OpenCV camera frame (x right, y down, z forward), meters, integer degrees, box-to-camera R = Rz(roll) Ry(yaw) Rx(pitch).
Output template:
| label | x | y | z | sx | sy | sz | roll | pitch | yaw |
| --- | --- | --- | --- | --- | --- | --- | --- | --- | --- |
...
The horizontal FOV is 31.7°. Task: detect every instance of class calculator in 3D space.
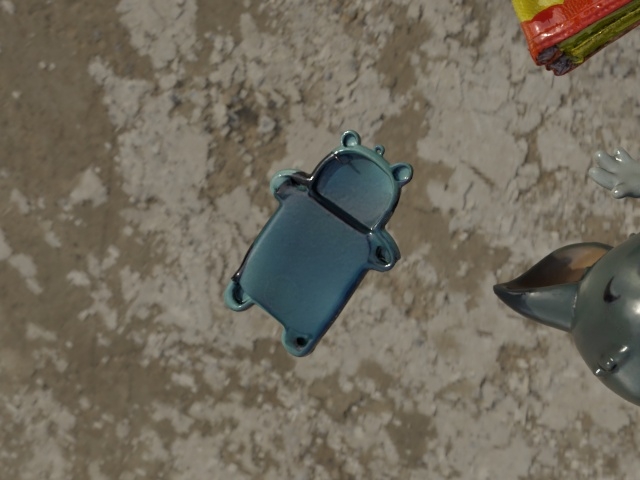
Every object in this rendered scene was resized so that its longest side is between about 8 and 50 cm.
| label | x | y | z | sx | sy | sz | roll | pitch | yaw |
| --- | --- | --- | --- | --- | --- | --- | --- | --- | --- |
| calculator | 0.000 | 0.000 | 0.691 | 0.094 | 0.019 | 0.141 | 36 | 105 | 11 |

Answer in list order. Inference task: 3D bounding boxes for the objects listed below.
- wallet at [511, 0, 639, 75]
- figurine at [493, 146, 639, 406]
| label | x | y | z | sx | sy | sz | roll | pitch | yaw |
| --- | --- | --- | --- | --- | --- | --- | --- | --- | --- |
| wallet | 0.222 | -0.218 | 0.731 | 0.241 | 0.141 | 0.067 | -29 | 148 | 34 |
| figurine | 0.265 | 0.009 | 0.797 | 0.193 | 0.265 | 0.140 | 41 | 138 | 13 |
